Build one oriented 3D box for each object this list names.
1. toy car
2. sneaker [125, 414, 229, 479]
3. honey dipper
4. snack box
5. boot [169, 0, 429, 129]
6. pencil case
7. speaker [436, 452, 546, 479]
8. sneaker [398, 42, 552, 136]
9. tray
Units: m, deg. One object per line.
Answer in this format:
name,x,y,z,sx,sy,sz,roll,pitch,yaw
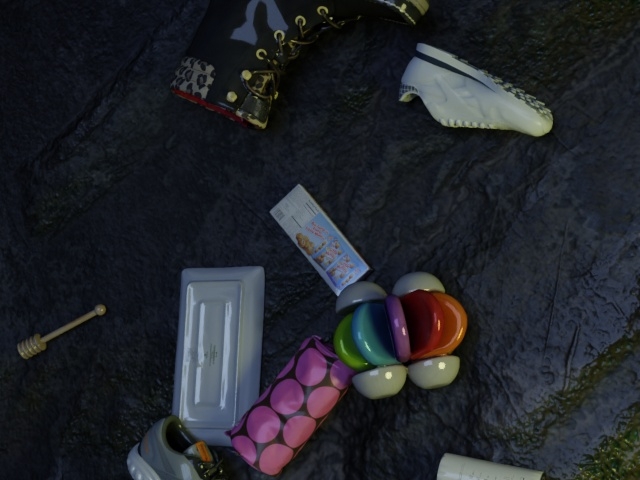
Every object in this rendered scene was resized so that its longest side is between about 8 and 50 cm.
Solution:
toy car,0.109,0.120,1.420,0.181,0.136,0.159,-9,74,-10
sneaker,-0.166,0.358,1.506,0.271,0.100,0.108,39,108,24
honey dipper,-0.412,0.144,1.702,0.160,0.030,0.031,-26,70,10
snack box,0.000,0.000,1.569,0.064,0.022,0.178,-43,67,7
boot,-0.045,-0.301,1.590,0.377,0.138,0.284,24,87,28
pencil case,-0.040,0.230,1.500,0.098,0.095,0.209,41,93,27
speaker,0.223,0.318,1.393,0.136,0.055,0.055,7,81,23
sneaker,0.219,-0.194,1.501,0.235,0.090,0.095,33,104,28
tray,-0.159,0.171,1.592,0.145,0.030,0.271,-2,78,22
